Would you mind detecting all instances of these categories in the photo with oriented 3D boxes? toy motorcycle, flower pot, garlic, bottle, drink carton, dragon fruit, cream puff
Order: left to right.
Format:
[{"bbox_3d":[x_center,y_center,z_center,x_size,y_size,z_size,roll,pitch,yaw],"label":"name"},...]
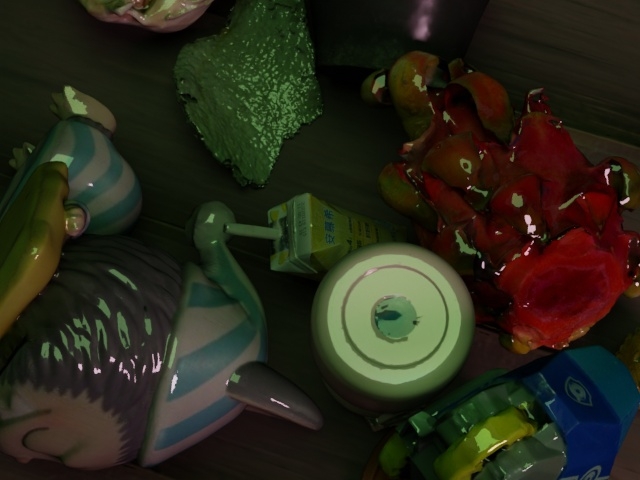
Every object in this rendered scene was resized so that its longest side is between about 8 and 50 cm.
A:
[{"bbox_3d":[-0.179,-0.306,1.786,0.217,0.110,0.228,22,59,22],"label":"garlic"},{"bbox_3d":[0.000,0.000,1.613,0.074,0.200,0.084,-20,64,40],"label":"drink carton"},{"bbox_3d":[0.059,0.099,1.544,0.148,0.236,0.147,1,74,-3],"label":"bottle"},{"bbox_3d":[0.075,-0.235,1.707,0.235,0.235,0.148,10,87,5],"label":"flower pot"},{"bbox_3d":[0.179,-0.044,1.584,0.227,0.243,0.307,-32,113,-20],"label":"dragon fruit"},{"bbox_3d":[0.179,0.187,1.437,0.200,0.326,0.191,-32,71,-12],"label":"toy motorcycle"},{"bbox_3d":[0.327,0.126,1.625,0.058,0.083,0.083,12,48,-37],"label":"cream puff"}]

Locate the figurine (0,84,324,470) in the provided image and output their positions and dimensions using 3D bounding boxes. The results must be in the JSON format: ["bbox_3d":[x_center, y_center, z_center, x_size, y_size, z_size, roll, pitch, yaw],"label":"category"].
[{"bbox_3d":[-0.171,0.089,1.611,0.378,0.266,0.361,33,40,-19],"label":"figurine"}]

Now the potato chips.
[{"bbox_3d":[-0.071,-0.179,1.756,0.167,0.059,0.228,33,68,7],"label":"potato chips"}]

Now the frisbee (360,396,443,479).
[{"bbox_3d":[0.158,0.269,1.589,0.251,0.021,0.250,0,69,1],"label":"frisbee"}]
